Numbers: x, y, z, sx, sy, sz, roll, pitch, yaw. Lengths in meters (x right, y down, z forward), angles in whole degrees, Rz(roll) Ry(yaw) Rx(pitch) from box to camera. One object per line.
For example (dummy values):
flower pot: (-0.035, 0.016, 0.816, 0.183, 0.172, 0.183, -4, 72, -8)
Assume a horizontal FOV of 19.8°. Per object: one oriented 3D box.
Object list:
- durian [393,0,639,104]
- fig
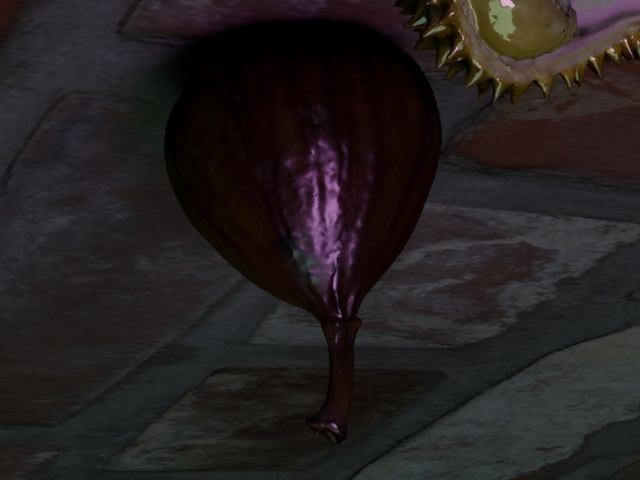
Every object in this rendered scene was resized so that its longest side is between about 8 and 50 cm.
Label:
durian: (0.142, -0.188, 1.247, 0.306, 0.172, 0.166, 26, 122, -35)
fig: (0.000, 0.000, 1.413, 0.217, 0.321, 0.217, -10, 162, -3)
